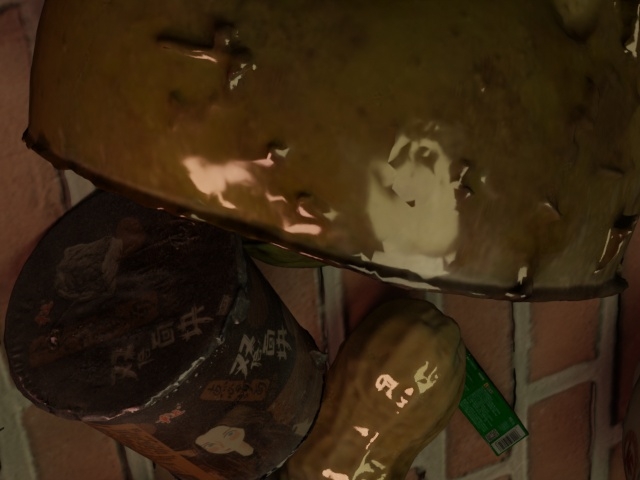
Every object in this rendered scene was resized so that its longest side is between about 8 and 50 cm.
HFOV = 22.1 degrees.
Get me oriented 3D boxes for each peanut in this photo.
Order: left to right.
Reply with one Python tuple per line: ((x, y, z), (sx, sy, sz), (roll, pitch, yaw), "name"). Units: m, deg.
((0.045, 0.175, 1.550), (0.130, 0.130, 0.290), (12, 121, -35), "peanut")

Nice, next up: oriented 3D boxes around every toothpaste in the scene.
((0.156, 0.153, 1.651), (0.043, 0.037, 0.178), (-35, 133, 4), "toothpaste")

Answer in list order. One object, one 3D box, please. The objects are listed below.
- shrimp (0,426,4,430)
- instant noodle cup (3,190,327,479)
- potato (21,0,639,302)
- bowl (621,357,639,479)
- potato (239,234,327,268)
((-0.421, 0.304, 1.378), (0.410, 0.166, 0.221), (-39, 122, 21), "shrimp")
((-0.114, 0.089, 1.345), (0.217, 0.217, 0.207), (-38, 140, 2), "instant noodle cup")
((0.041, -0.161, 1.122), (0.442, 0.385, 0.319), (3, 106, -38), "potato")
((0.434, 0.170, 1.735), (0.337, 0.157, 0.337), (-15, 130, -20), "bowl")
((0.000, 0.000, 1.418), (0.149, 0.081, 0.120), (-35, 131, -1), "potato")
